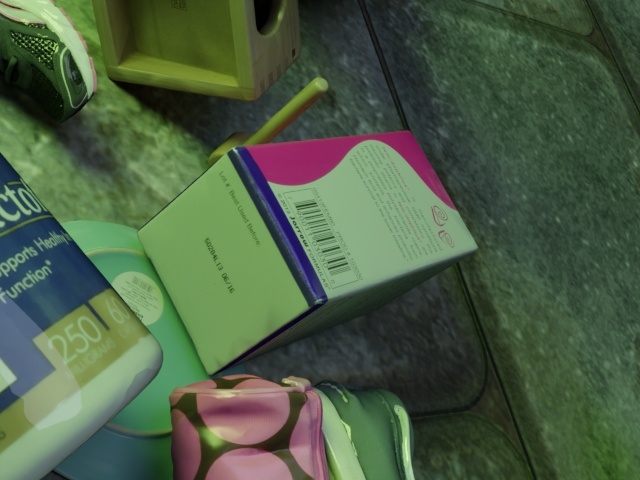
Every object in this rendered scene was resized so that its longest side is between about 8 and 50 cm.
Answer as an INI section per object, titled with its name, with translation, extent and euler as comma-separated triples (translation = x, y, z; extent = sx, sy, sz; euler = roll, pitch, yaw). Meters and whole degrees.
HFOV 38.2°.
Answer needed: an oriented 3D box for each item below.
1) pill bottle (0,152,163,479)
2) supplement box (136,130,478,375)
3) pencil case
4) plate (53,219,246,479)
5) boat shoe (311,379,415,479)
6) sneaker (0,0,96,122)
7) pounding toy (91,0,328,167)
[pill bottle]
translation = -0.214, 0.007, 0.448
extent = 0.264, 0.153, 0.153
euler = 50, 42, -2
[supplement box]
translation = 0.000, 0.000, 0.656
extent = 0.220, 0.114, 0.111
euler = -14, 72, -53
[pencil case]
translation = -0.029, 0.178, 0.523
extent = 0.095, 0.098, 0.209
euler = 27, 50, -65
[plate]
translation = -0.121, 0.066, 0.588
extent = 0.188, 0.024, 0.188
euler = 22, 50, -29
[boat shoe]
translation = 0.059, 0.233, 0.567
extent = 0.099, 0.116, 0.319
euler = -2, 59, -38
[sneaker]
translation = -0.229, -0.141, 0.613
extent = 0.178, 0.072, 0.077
euler = 46, 53, 4
[pounding toy]
translation = -0.062, -0.149, 0.688
extent = 0.181, 0.206, 0.094
euler = 12, 39, 20
